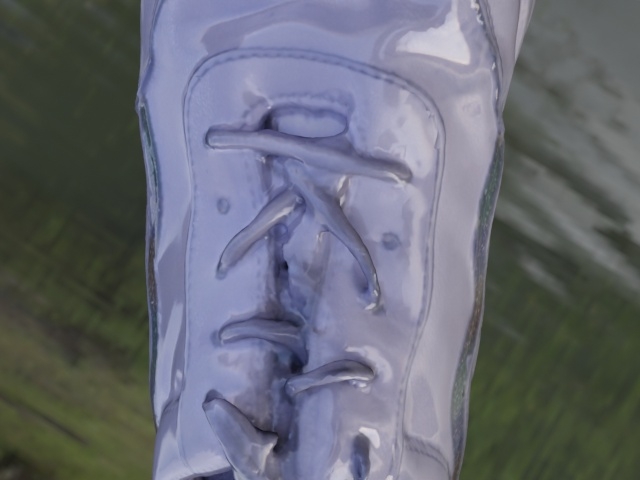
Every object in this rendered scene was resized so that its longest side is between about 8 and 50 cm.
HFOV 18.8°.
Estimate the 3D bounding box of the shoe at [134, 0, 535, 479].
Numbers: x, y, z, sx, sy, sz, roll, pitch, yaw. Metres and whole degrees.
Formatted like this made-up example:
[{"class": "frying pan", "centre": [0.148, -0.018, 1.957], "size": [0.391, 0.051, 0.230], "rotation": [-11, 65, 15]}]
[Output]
[{"class": "shoe", "centre": [0.000, 0.000, 0.454], "size": [0.095, 0.137, 0.245], "rotation": [4, 131, 4]}]
